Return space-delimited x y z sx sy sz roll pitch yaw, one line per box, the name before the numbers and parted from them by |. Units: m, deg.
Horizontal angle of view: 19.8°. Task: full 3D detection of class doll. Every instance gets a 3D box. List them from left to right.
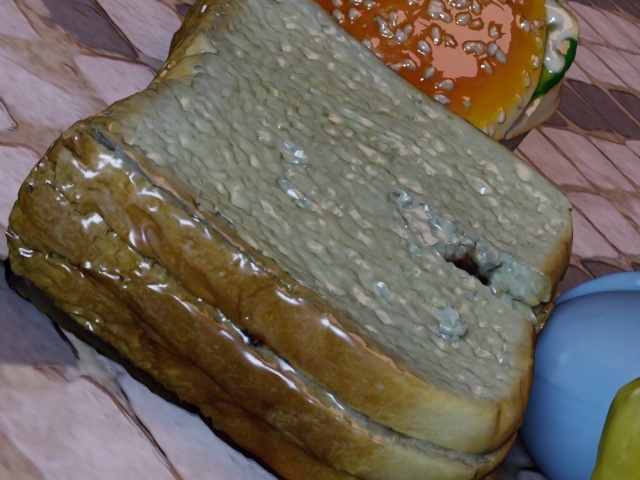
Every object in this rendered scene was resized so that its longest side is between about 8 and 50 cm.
doll | 0.202 0.085 1.015 0.177 0.141 0.314 23 12 16

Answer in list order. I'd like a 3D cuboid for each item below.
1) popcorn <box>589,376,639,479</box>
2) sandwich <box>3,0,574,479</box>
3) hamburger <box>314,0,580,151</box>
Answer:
popcorn | 0.219 0.158 0.726 0.321 0.290 0.326 48 -5 33
sandwich | 0.001 -0.001 0.889 0.249 0.095 0.273 37 29 -4
hamburger | 0.036 -0.122 1.101 0.236 0.147 0.237 9 44 -8
